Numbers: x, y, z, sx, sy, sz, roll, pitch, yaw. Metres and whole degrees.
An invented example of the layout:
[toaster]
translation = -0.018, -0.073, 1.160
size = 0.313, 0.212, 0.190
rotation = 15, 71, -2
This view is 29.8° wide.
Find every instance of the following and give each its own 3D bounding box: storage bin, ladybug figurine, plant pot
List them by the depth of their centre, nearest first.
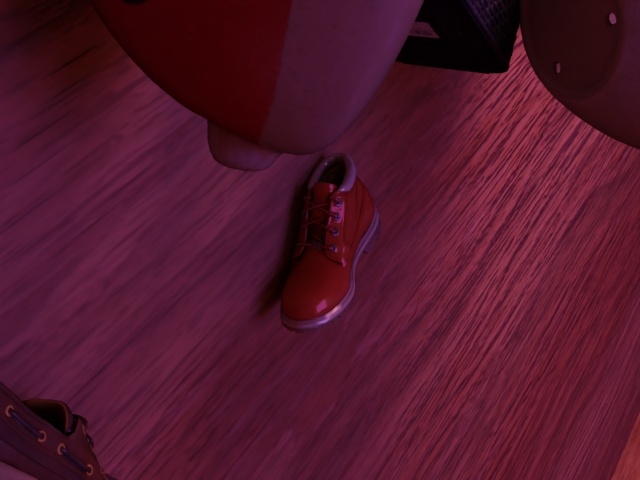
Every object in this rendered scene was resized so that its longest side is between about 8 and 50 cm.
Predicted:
[ladybug figurine]
translation = -0.025, -0.258, 0.587
size = 0.305, 0.162, 0.449
rotation = -152, -111, -71
[storage bin]
translation = 0.086, -0.208, 0.965
size = 0.180, 0.122, 0.084
rotation = 34, 69, -63
[plant pot]
translation = 0.274, -0.188, 0.966
size = 0.191, 0.284, 0.284
rotation = -12, 116, -24

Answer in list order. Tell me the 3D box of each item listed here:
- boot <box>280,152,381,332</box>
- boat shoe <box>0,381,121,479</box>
[boot]
translation = 0.000, 0.000, 0.956
size = 0.158, 0.059, 0.084
rotation = -67, 151, -43
[boat shoe]
translation = -0.151, 0.120, 0.670
size = 0.178, 0.064, 0.060
rotation = 47, 60, -57
